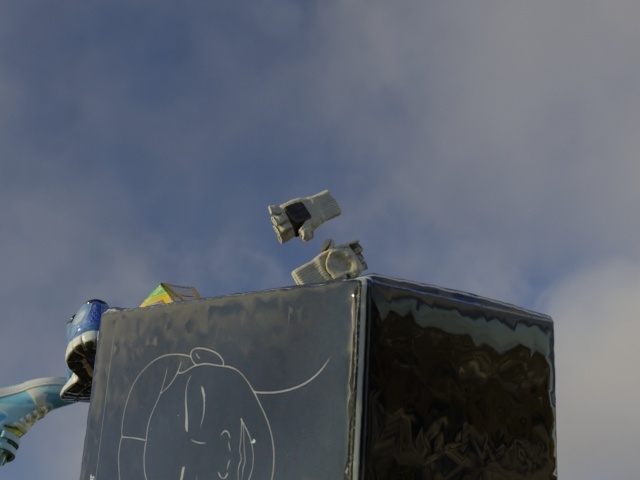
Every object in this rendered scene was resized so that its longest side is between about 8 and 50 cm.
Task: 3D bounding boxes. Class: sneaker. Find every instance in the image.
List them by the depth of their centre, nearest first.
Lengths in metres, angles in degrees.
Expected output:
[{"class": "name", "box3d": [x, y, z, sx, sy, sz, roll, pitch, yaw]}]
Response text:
[{"class": "sneaker", "box3d": [-0.462, 0.233, 1.405, 0.130, 0.147, 0.330, 7, -39, -19]}, {"class": "sneaker", "box3d": [-0.767, 0.477, 1.751, 0.319, 0.208, 0.127, -9, -39, -21]}]

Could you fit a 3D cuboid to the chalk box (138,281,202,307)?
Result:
[{"class": "chalk box", "box3d": [-0.357, 0.218, 1.551, 0.213, 0.132, 0.132, -46, -23, 11]}]

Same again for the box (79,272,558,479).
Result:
[{"class": "box", "box3d": [-0.033, 0.307, 0.711, 0.297, 0.479, 0.472, 15, -17, -40]}]

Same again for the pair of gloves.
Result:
[{"class": "pair of gloves", "box3d": [0.000, 0.000, 1.589, 0.204, 0.240, 0.042, -18, -15, -34]}]
